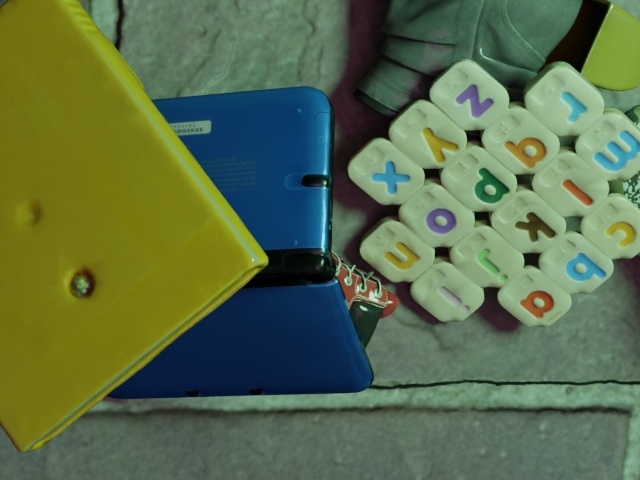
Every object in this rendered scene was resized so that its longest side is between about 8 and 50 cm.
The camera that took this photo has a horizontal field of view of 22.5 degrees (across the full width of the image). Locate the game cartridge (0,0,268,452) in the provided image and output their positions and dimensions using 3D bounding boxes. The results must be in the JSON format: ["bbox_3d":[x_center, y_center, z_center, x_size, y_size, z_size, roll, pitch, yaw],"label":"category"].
[{"bbox_3d":[-0.244,-0.024,1.415,0.285,0.053,0.323,-38,80,15],"label":"game cartridge"}]

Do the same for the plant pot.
[{"bbox_3d":[0.279,-0.189,1.585,0.083,0.081,0.081,20,98,-29],"label":"plant pot"}]

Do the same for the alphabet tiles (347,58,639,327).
[{"bbox_3d":[0.177,-0.041,1.566,0.278,0.021,0.284,38,115,-19],"label":"alphabet tiles"}]

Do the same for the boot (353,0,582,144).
[{"bbox_3d":[0.079,-0.223,1.515,0.338,0.118,0.222,23,107,-9],"label":"boot"}]

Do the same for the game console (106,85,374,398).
[{"bbox_3d":[-0.106,0.009,1.498,0.293,0.173,0.250,-3,75,18],"label":"game console"}]

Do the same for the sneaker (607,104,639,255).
[{"bbox_3d":[0.436,0.025,1.615,0.158,0.182,0.410,-44,108,0],"label":"sneaker"}]

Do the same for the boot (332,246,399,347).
[{"bbox_3d":[0.000,0.000,1.560,0.176,0.088,0.244,5,110,-15],"label":"boot"}]
